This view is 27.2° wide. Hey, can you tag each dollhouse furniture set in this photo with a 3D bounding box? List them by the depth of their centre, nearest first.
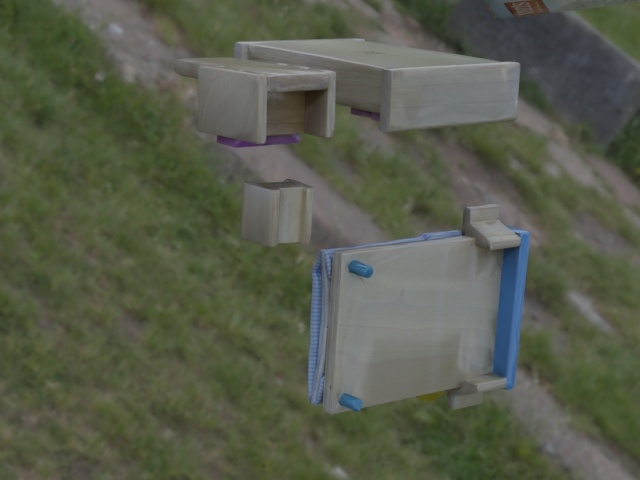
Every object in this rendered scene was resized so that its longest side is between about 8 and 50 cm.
[{"bbox_3d":[0.000,0.000,1.070,0.286,0.304,0.198,-8,17,-38],"label":"dollhouse furniture set"}]

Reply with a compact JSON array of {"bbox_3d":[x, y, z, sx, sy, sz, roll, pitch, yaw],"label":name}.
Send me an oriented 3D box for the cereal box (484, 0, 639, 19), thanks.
[{"bbox_3d":[0.205,-0.178,0.757,0.173,0.240,0.047,11,75,-76],"label":"cereal box"}]
